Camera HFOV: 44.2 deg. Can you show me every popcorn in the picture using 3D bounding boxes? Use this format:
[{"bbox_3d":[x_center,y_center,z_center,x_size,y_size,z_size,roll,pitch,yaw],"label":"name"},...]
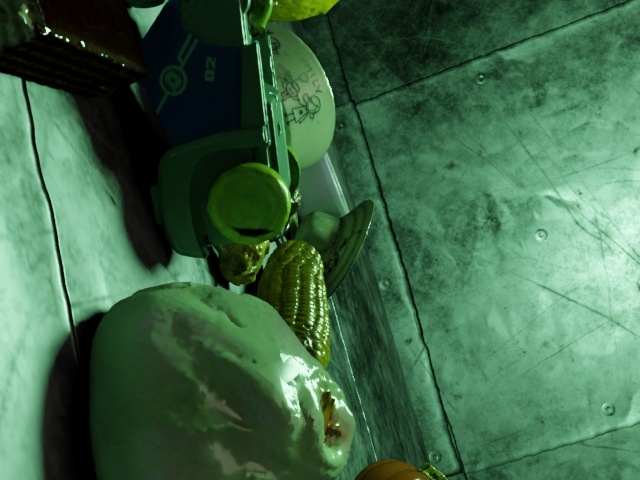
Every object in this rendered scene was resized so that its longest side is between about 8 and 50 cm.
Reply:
[{"bbox_3d":[-0.117,0.020,1.096,0.084,0.084,0.084,-18,90,-81],"label":"popcorn"}]

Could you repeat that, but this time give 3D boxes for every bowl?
[{"bbox_3d":[-0.107,-0.180,1.117,0.126,0.238,0.237,-42,120,-42],"label":"bowl"}]

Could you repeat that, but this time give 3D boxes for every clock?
[{"bbox_3d":[-0.013,-0.138,1.864,0.338,0.102,0.338,-20,90,-86],"label":"clock"}]

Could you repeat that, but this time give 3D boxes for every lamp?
[{"bbox_3d":[0.149,0.487,1.380,0.223,0.196,0.223,40,-16,14],"label":"lamp"}]

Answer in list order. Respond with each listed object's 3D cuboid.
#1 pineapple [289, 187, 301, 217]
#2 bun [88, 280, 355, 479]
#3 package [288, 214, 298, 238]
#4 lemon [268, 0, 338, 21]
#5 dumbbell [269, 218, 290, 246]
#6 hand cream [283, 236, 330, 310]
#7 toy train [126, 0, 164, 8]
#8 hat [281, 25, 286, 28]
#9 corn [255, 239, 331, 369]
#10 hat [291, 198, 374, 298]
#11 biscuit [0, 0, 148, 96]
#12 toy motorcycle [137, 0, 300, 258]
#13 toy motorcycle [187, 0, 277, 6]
[{"bbox_3d":[-0.084,-0.121,1.556,0.074,0.074,0.159,61,12,-53],"label":"pineapple"},{"bbox_3d":[-0.068,0.161,0.699,0.293,0.187,0.293,-20,90,-82],"label":"bun"},{"bbox_3d":[-0.070,-0.068,1.659,0.120,0.031,0.108,71,6,-60],"label":"package"},{"bbox_3d":[-0.074,-0.632,1.662,0.350,0.387,0.349,171,-90,-81],"label":"lemon"},{"bbox_3d":[-0.093,-0.040,1.325,0.069,0.069,0.147,-98,167,-47],"label":"dumbbell"},{"bbox_3d":[-0.034,0.077,1.541,0.087,0.054,0.186,66,0,-81],"label":"hand cream"},{"bbox_3d":[-0.253,-0.373,0.999,0.178,0.071,0.104,25,59,-80],"label":"toy train"},{"bbox_3d":[-0.115,-0.236,1.360,0.232,0.161,0.275,-18,114,-70],"label":"hat"},{"bbox_3d":[-0.043,0.105,1.198,0.363,0.120,0.120,-90,161,-67],"label":"corn"},{"bbox_3d":[0.000,0.000,1.616,0.110,0.252,0.252,28,23,-13],"label":"hat"},{"bbox_3d":[-0.240,-0.202,0.716,0.252,0.070,0.106,-26,98,-82],"label":"biscuit"},{"bbox_3d":[-0.136,-0.156,0.941,0.191,0.200,0.326,-80,162,-72],"label":"toy motorcycle"},{"bbox_3d":[-0.132,-0.322,1.028,0.094,0.229,0.129,-7,104,-44],"label":"toy motorcycle"}]
